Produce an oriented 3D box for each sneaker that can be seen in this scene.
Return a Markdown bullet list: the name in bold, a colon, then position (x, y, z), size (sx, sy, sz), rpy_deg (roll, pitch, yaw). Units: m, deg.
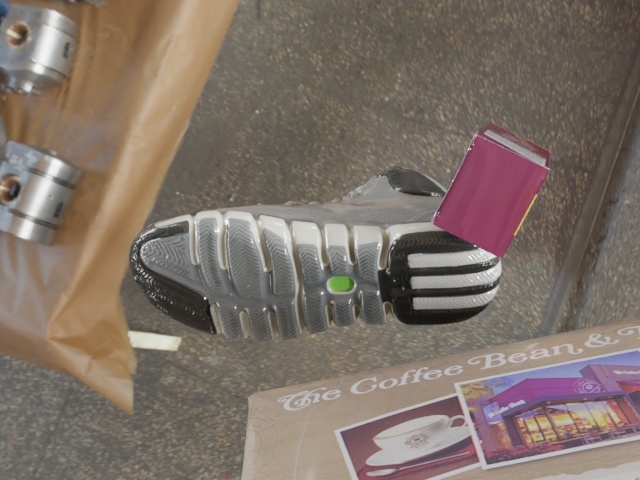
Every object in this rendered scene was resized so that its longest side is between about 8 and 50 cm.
- **sneaker**: position (0.000, 0.000, 0.541), size (0.229, 0.132, 0.086), rpy_deg (2, 117, 8)

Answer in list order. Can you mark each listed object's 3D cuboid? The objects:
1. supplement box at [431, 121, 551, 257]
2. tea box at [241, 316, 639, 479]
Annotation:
- **supplement box**: position (0.096, -0.031, 0.450), size (0.043, 0.083, 0.054), rpy_deg (28, 109, 9)
- **tea box**: position (0.150, 0.231, 0.410), size (0.329, 0.220, 0.323), rpy_deg (-13, 110, 4)
